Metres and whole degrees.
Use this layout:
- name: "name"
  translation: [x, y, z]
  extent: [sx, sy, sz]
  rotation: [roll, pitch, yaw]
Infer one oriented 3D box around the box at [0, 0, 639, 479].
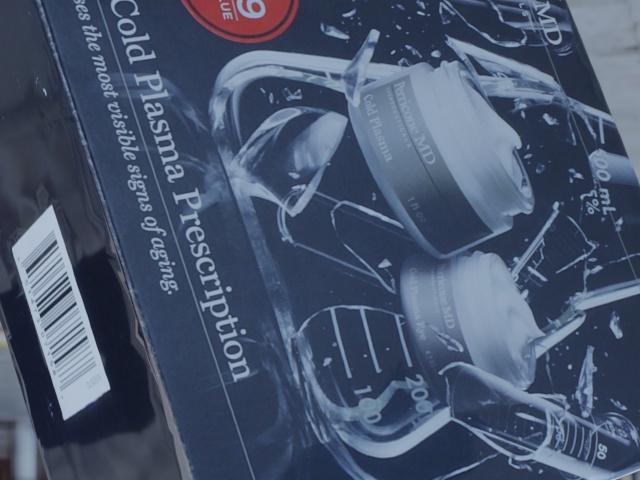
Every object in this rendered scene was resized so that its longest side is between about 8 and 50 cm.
- name: "box"
  translation: [0.000, 0.000, 0.796]
  extent: [0.312, 0.343, 0.179]
  rotation: [-13, 168, -32]
